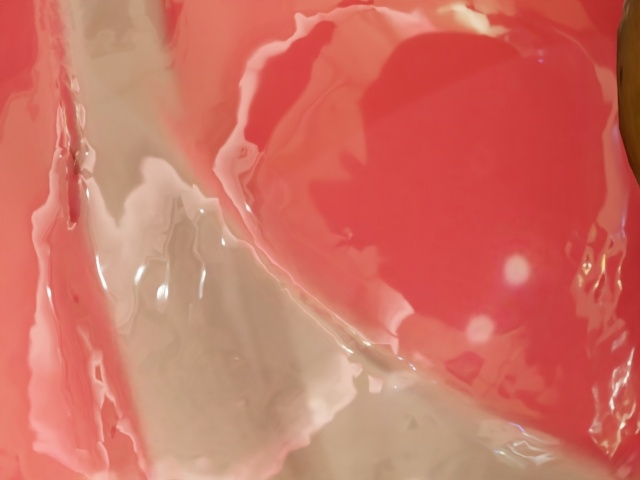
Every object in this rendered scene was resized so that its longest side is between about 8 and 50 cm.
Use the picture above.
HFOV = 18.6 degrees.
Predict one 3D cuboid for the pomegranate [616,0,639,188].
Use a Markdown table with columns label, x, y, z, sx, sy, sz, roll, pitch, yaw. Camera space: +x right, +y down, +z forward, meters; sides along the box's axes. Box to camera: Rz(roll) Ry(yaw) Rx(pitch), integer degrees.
| label | x | y | z | sx | sy | sz | roll | pitch | yaw |
| --- | --- | --- | --- | --- | --- | --- | --- | --- | --- |
| pomegranate | 0.196 | -0.055 | 0.370 | 0.291 | 0.323 | 0.290 | -2 | 76 | 9 |

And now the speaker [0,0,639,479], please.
| label | x | y | z | sx | sy | sz | roll | pitch | yaw |
| --- | --- | --- | --- | --- | --- | --- | --- | --- | --- |
| speaker | 0.000 | 0.000 | 0.672 | 0.294 | 0.294 | 0.294 | -5 | 80 | 28 |
